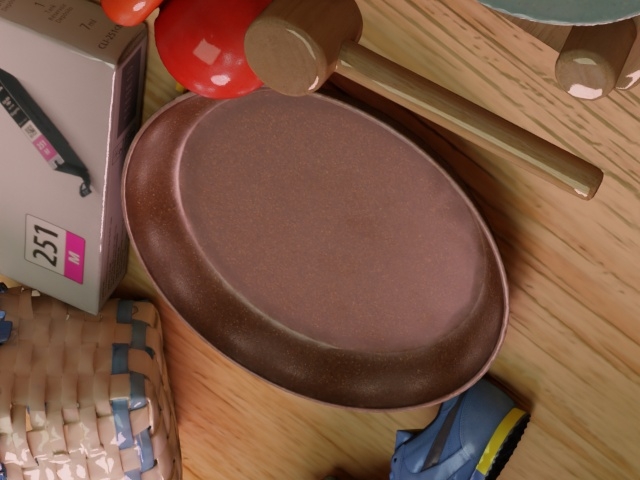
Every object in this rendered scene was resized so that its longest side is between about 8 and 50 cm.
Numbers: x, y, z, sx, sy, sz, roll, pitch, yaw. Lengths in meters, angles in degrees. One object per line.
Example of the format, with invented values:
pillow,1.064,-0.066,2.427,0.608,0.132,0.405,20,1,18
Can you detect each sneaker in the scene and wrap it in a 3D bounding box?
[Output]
sneaker,0.082,0.198,1.391,0.082,0.069,0.209,31,103,16

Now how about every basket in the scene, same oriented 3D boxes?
basket,-0.265,0.167,1.495,0.289,0.201,0.255,-7,130,-4

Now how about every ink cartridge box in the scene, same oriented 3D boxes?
ink cartridge box,-0.259,-0.091,1.384,0.239,0.060,0.275,22,136,10

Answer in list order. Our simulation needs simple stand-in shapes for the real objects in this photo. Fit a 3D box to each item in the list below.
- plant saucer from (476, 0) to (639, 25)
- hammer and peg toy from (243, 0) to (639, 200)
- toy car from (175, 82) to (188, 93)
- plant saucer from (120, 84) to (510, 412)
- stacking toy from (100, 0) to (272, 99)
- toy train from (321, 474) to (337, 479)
plant saucer,0.117,-0.198,0.890,0.195,0.037,0.195,15,135,15
hammer and peg toy,0.116,-0.196,1.016,0.266,0.127,0.361,32,138,-2
toy car,-0.054,-0.124,1.245,0.060,0.040,0.122,39,137,-7
plant saucer,0.000,0.000,1.321,0.310,0.050,0.311,17,135,18
stacking toy,-0.153,-0.216,1.135,0.330,0.141,0.141,44,136,-8
toy train,-0.013,0.347,1.542,0.142,0.190,0.334,29,138,3
